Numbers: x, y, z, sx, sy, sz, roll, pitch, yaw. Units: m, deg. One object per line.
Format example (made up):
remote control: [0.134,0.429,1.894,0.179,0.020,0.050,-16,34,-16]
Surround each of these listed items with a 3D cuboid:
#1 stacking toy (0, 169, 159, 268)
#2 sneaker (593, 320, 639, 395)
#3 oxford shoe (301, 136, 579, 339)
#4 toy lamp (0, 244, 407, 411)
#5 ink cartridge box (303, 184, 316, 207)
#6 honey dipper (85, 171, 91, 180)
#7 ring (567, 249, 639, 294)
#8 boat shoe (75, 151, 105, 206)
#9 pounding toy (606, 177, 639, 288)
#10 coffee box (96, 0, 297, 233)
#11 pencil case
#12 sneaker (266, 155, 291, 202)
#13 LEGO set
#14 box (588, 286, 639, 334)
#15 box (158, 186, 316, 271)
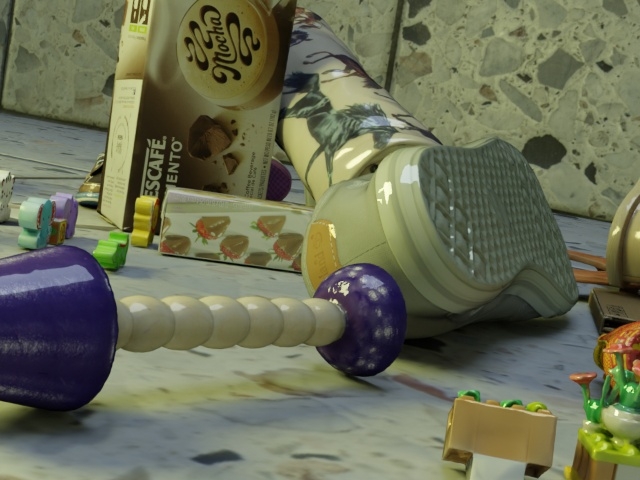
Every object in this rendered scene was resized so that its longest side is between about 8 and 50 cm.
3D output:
stacking toy: [-0.247,-0.022,0.934,0.167,0.052,0.221,9,7,-1]
sneaker: [0.213,0.085,0.687,0.067,0.064,0.175,-9,-8,28]
oxford shoe: [0.116,0.004,0.856,0.130,0.169,0.449,-27,-12,24]
toy lamp: [-0.066,0.044,0.524,0.274,0.080,0.080,2,9,-45]
ink cartridge box: [0.064,-0.068,1.428,0.154,0.093,0.212,-5,7,5]
honey dipper: [-0.300,-0.084,1.484,0.030,0.030,0.160,10,4,8]
ring: [0.249,0.028,1.269,0.336,0.032,0.336,9,6,-1]
boat shoe: [-0.271,-0.080,1.308,0.066,0.066,0.183,9,7,-2]
pounding toy: [0.409,0.005,1.075,0.155,0.154,0.269,9,-23,42]
coffee box: [-0.142,-0.157,1.149,0.168,0.297,0.119,6,10,-28]
pencil case: [0.019,-0.130,1.215,0.183,0.160,0.410,52,2,-42]
sneaker: [-0.123,-0.064,1.323,0.236,0.095,0.104,-4,20,-42]
LEGO set: [0.197,0.081,0.426,0.287,0.107,0.132,14,8,36]
box: [0.349,0.081,0.989,0.164,0.021,0.201,11,6,11]
box: [0.000,0.000,1.023,0.324,0.063,0.067,8,8,-9]
